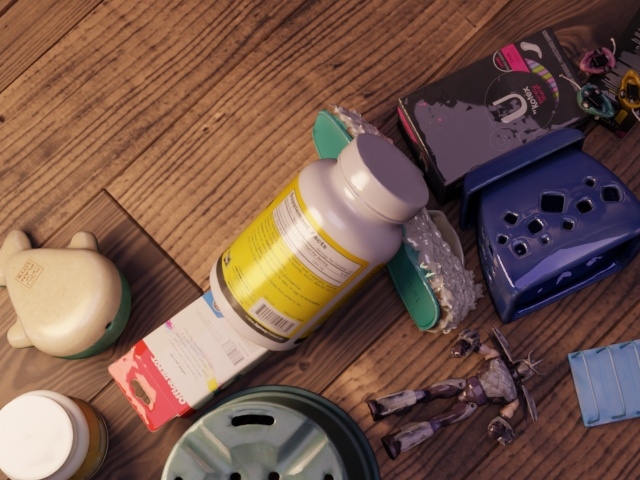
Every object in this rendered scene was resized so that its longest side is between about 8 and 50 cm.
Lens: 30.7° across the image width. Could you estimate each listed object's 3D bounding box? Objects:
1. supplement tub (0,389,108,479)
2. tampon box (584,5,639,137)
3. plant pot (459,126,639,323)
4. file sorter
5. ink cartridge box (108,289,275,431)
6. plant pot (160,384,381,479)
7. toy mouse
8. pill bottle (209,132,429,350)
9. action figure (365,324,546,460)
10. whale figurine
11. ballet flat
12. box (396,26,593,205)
[{"bbox_3d":[-0.410,0.302,1.764,0.144,0.200,0.144,0,78,2],"label":"supplement tub"},{"bbox_3d":[0.502,-0.269,1.881,0.101,0.120,0.161,35,82,9],"label":"tampon box"},{"bbox_3d":[0.341,-0.029,1.789,0.236,0.236,0.212,-26,73,-2],"label":"plant pot"},{"bbox_3d":[0.485,0.211,1.793,0.170,0.104,0.118,-11,79,0],"label":"file sorter"},{"bbox_3d":[-0.201,0.187,1.840,0.231,0.078,0.134,-36,79,-5],"label":"ink cartridge box"},{"bbox_3d":[-0.079,0.367,1.670,0.341,0.334,0.341,0,79,2],"label":"plant pot"},{"bbox_3d":[0.425,-0.239,1.785,0.143,0.031,0.161,2,71,-16],"label":"toy mouse"},{"bbox_3d":[0.000,0.000,1.744,0.334,0.188,0.188,-44,78,27],"label":"pill bottle"},{"bbox_3d":[0.221,0.243,1.803,0.285,0.099,0.185,-23,73,-5],"label":"action figure"},{"bbox_3d":[-0.417,0.085,1.861,0.272,0.141,0.216,26,79,32],"label":"whale figurine"},{"bbox_3d":[0.128,-0.042,1.865,0.147,0.147,0.409,-27,82,-3],"label":"ballet flat"},{"bbox_3d":[0.276,-0.196,1.865,0.270,0.143,0.165,-27,79,-3],"label":"box"}]
